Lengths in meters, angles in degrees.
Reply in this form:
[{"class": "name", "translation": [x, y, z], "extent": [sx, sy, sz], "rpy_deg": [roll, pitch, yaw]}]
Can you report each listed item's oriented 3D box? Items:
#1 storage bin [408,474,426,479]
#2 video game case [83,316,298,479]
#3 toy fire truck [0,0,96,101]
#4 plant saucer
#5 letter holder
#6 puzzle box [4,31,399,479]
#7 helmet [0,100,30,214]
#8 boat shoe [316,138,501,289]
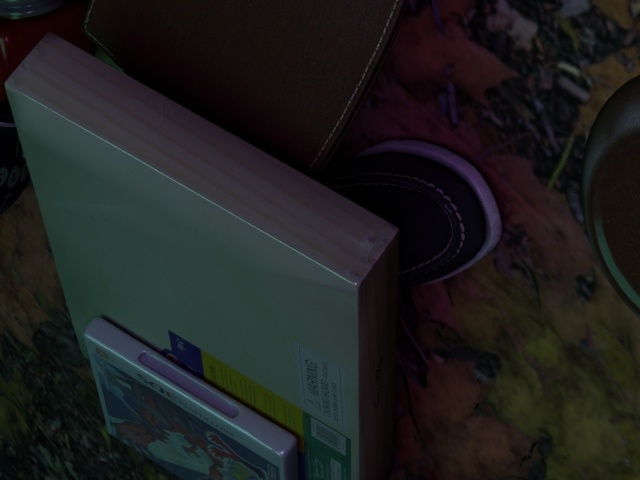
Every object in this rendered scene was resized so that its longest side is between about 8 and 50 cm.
[{"class": "storage bin", "translation": [0.032, 0.271, 1.461], "extent": [0.084, 0.180, 0.122], "rpy_deg": [42, 138, 22]}, {"class": "video game case", "translation": [-0.097, 0.152, 1.526], "extent": [0.183, 0.023, 0.201], "rpy_deg": [30, 157, 15]}, {"class": "toy fire truck", "translation": [-0.205, -0.213, 1.480], "extent": [0.246, 0.158, 0.217], "rpy_deg": [25, 130, 51]}, {"class": "plant saucer", "translation": [0.229, -0.007, 1.186], "extent": [0.198, 0.036, 0.198], "rpy_deg": [27, 130, 37]}, {"class": "letter holder", "translation": [0.002, -0.194, 1.235], "extent": [0.214, 0.152, 0.302], "rpy_deg": [45, 139, 17]}, {"class": "puzzle box", "translation": [-0.073, 0.042, 1.380], "extent": [0.272, 0.052, 0.409], "rpy_deg": [29, 156, 15]}, {"class": "helmet", "translation": [-0.323, -0.087, 1.657], "extent": [0.169, 0.169, 0.161], "rpy_deg": [47, 123, 17]}, {"class": "boat shoe", "translation": [0.000, 0.000, 1.401], "extent": [0.302, 0.091, 0.114], "rpy_deg": [-12, 105, 51]}]
